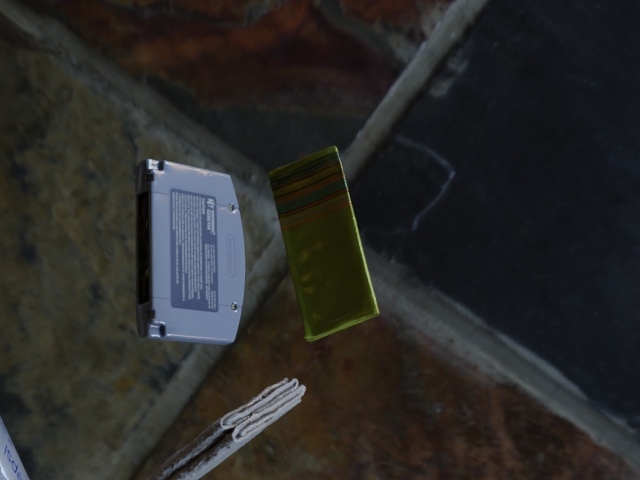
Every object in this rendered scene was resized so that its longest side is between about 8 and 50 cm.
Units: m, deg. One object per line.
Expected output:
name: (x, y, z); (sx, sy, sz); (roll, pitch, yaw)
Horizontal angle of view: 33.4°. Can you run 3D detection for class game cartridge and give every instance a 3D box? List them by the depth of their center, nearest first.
game cartridge: (-0.215, 0.023, 1.777); (0.198, 0.062, 0.297); (13, 70, -46)

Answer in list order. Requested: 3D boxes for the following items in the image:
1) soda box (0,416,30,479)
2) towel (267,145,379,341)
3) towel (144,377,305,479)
soda box: (-0.524, 0.406, 1.720); (0.091, 0.098, 0.286); (-18, 113, -2)
towel: (0.000, 0.000, 1.313); (0.102, 0.021, 0.237); (-24, 62, 21)
towel: (-0.154, 0.294, 1.522); (0.282, 0.187, 0.049); (-42, 80, 34)
